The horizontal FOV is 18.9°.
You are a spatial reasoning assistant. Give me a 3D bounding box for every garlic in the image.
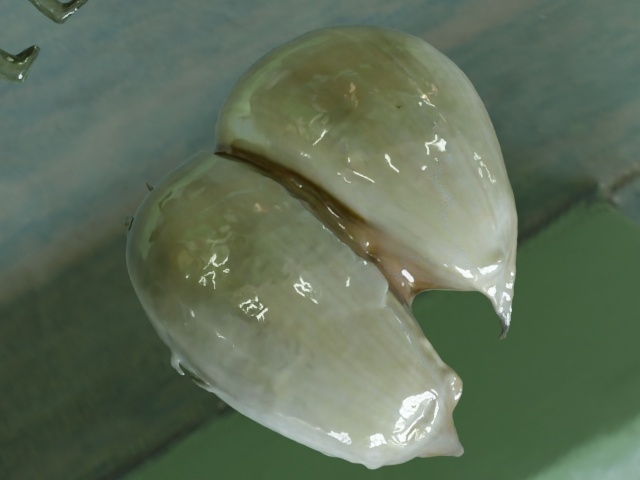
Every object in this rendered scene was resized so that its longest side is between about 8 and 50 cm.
[{"bbox_3d":[0.000,0.000,1.374,0.286,0.313,0.249,-27,125,-15],"label":"garlic"}]

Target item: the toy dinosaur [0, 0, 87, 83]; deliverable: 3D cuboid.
[{"bbox_3d":[-0.263,-0.186,1.400,0.162,0.077,0.294,34,77,-16],"label":"toy dinosaur"}]
